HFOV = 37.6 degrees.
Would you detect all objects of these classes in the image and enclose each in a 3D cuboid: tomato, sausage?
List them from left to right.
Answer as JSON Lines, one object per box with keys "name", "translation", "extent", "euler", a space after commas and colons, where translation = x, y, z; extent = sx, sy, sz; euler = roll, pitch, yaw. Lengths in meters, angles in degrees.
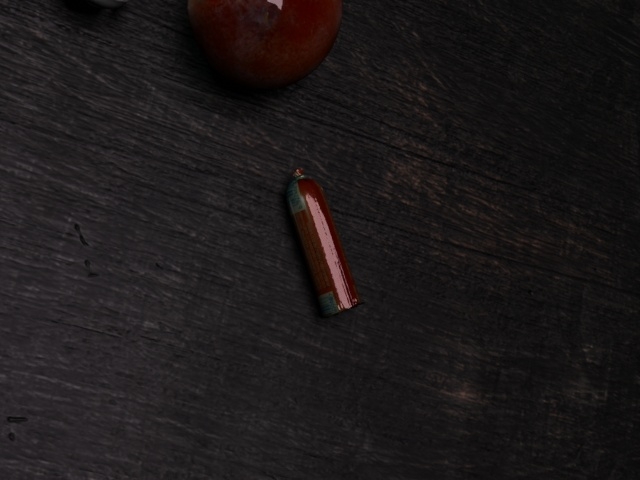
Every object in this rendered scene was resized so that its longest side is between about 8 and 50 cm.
{"name": "tomato", "translation": [-0.090, -0.386, 1.573], "extent": [0.264, 0.265, 0.265], "euler": [6, 75, -23]}
{"name": "sausage", "translation": [0.000, 0.000, 1.621], "extent": [0.083, 0.083, 0.264], "euler": [-15, 83, -26]}

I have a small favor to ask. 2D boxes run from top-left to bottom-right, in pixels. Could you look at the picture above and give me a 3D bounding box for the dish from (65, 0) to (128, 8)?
{"name": "dish", "translation": [-0.391, -0.417, 1.553], "extent": [0.141, 0.078, 0.141], "euler": [36, 25, -19]}
